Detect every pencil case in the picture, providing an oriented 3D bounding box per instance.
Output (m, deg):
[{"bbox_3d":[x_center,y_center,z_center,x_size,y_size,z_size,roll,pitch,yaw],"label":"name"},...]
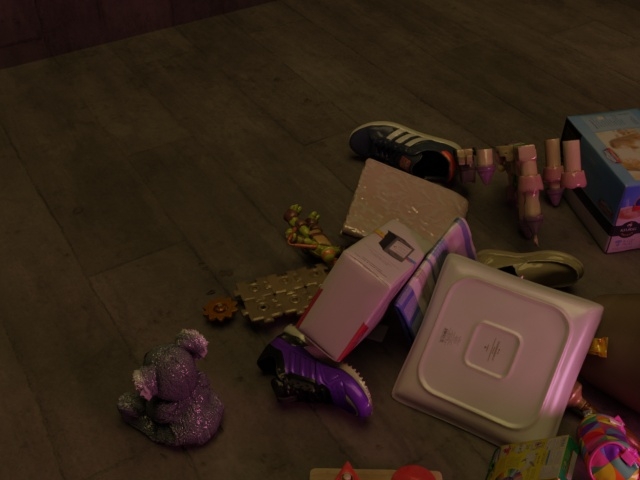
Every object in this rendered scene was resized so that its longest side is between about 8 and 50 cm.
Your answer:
[{"bbox_3d":[0.537,0.391,1.380,0.104,0.104,0.236,12,6,14],"label":"pencil case"}]

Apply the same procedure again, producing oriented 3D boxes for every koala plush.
[{"bbox_3d":[-0.295,0.288,1.490,0.203,0.221,0.196,31,49,30],"label":"koala plush"}]

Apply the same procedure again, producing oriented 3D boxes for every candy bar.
[{"bbox_3d":[0.526,0.212,1.534,0.018,0.040,0.161,12,-6,-32],"label":"candy bar"}]

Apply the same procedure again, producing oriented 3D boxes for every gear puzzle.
[{"bbox_3d":[-0.116,0.150,1.786,0.339,0.044,0.175,-13,35,-15],"label":"gear puzzle"}]

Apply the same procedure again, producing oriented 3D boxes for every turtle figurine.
[{"bbox_3d":[0.000,0.000,1.923,0.269,0.087,0.217,7,29,-31],"label":"turtle figurine"}]

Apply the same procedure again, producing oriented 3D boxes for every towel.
[{"bbox_3d":[0.274,0.106,1.676,0.034,0.209,0.285,18,56,39],"label":"towel"},{"bbox_3d":[0.231,-0.061,1.968,0.317,0.053,0.332,22,43,1],"label":"towel"}]

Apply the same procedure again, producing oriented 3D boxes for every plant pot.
[{"bbox_3d":[0.695,0.234,1.521,0.280,0.323,0.323,15,41,40],"label":"plant pot"}]

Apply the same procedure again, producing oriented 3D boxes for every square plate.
[{"bbox_3d":[0.357,0.233,1.529,0.344,0.049,0.347,21,84,24],"label":"square plate"}]

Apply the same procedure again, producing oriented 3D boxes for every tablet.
[{"bbox_3d":[0.114,0.210,1.744,0.083,0.006,0.054,15,43,16],"label":"tablet"}]

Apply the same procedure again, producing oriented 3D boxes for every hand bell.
[{"bbox_3d":[0.557,0.353,1.530,0.242,0.126,0.126,39,53,20],"label":"hand bell"}]

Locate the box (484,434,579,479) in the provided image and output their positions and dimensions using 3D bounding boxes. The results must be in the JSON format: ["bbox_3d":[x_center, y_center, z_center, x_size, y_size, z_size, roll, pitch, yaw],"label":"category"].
[{"bbox_3d":[0.395,0.433,1.402,0.179,0.043,0.105,-24,21,44],"label":"box"}]

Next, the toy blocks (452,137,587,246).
[{"bbox_3d":[0.534,-0.131,1.997,0.309,0.260,0.288,-5,9,6],"label":"toy blocks"}]

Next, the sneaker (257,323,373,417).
[{"bbox_3d":[-0.024,0.308,1.570,0.146,0.102,0.293,-34,47,-28],"label":"sneaker"}]

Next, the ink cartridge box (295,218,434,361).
[{"bbox_3d":[0.104,0.101,1.620,0.131,0.226,0.306,36,26,11],"label":"ink cartridge box"}]

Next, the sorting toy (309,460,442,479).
[{"bbox_3d":[0.104,0.514,1.330,0.257,0.089,0.255,1,41,1],"label":"sorting toy"}]

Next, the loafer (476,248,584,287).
[{"bbox_3d":[0.511,0.085,1.826,0.268,0.102,0.092,2,41,16],"label":"loafer"}]

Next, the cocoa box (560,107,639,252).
[{"bbox_3d":[0.824,-0.172,2.015,0.231,0.228,0.347,-8,41,-8],"label":"cocoa box"}]

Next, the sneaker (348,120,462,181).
[{"bbox_3d":[0.244,-0.254,2.183,0.350,0.131,0.148,11,38,12],"label":"sneaker"}]
